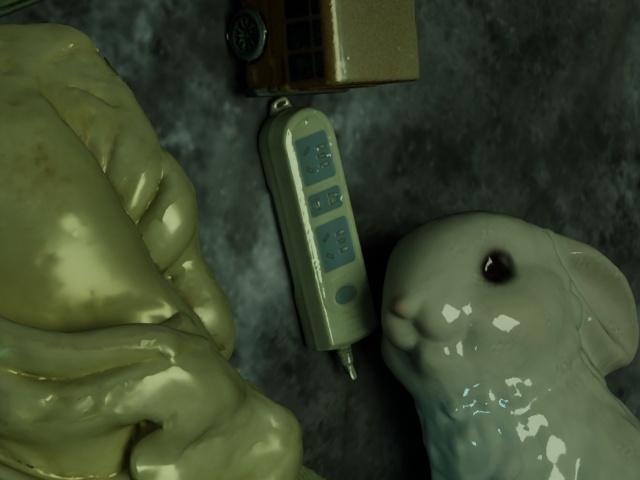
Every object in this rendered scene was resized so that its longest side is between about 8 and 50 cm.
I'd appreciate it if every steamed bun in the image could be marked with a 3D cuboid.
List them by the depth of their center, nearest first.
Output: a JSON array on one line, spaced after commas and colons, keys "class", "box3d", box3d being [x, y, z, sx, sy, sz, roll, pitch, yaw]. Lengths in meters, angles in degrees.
[{"class": "steamed bun", "box3d": [-0.155, 0.066, 0.863, 0.203, 0.276, 0.289, -24, 131, -28]}]

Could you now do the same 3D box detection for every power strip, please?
[{"class": "power strip", "box3d": [0.000, 0.000, 1.143, 0.047, 0.030, 0.191, -23, 105, -39]}]

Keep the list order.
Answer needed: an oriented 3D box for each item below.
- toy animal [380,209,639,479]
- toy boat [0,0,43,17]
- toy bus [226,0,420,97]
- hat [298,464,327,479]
[{"class": "toy animal", "box3d": [0.166, 0.136, 1.201, 0.258, 0.194, 0.357, -27, 100, -31]}, {"class": "toy boat", "box3d": [-0.152, -0.206, 0.964, 0.319, 0.092, 0.141, -30, 110, -39]}, {"class": "toy bus", "box3d": [0.002, -0.183, 1.095, 0.091, 0.103, 0.182, -8, 95, -42]}, {"class": "hat", "box3d": [-0.073, 0.236, 1.014, 0.252, 0.252, 0.110, -21, 146, -40]}]
